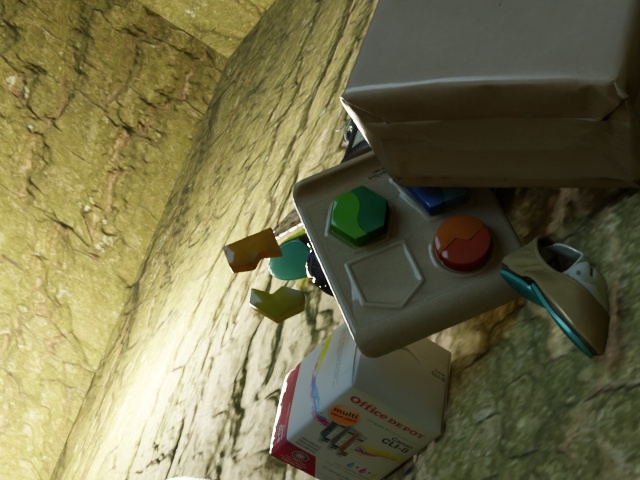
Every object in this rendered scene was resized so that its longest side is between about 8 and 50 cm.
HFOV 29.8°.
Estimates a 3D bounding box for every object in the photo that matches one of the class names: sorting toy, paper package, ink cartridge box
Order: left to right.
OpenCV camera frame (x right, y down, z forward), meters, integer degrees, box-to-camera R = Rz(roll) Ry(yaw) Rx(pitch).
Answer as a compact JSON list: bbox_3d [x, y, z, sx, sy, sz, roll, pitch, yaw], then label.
[{"bbox_3d":[0.047,0.187,1.395,0.176,0.128,0.127,-46,21,39],"label":"ink cartridge box"},{"bbox_3d":[0.057,0.010,1.340,0.307,0.229,0.041,-23,-25,-3],"label":"sorting toy"},{"bbox_3d":[0.220,-0.224,1.302,0.309,0.168,0.325,1,54,28],"label":"paper package"}]

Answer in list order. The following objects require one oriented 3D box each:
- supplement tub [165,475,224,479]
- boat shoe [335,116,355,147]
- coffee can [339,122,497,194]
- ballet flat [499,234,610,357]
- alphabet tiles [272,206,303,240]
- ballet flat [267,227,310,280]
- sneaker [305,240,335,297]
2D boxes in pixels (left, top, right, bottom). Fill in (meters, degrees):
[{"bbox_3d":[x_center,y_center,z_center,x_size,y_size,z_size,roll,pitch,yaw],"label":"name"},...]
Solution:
[{"bbox_3d":[-0.134,0.389,1.440,0.207,0.207,0.338,-65,18,-18],"label":"supplement tub"},{"bbox_3d":[0.089,-0.190,2.011,0.095,0.079,0.254,-52,15,-8],"label":"boat shoe"},{"bbox_3d":[0.147,-0.150,1.568,0.201,0.201,0.275,-41,24,47],"label":"coffee can"},{"bbox_3d":[0.239,0.042,1.185,0.073,0.080,0.232,-42,19,3],"label":"ballet flat"},{"bbox_3d":[-0.010,-0.071,2.135,0.198,0.009,0.237,-47,10,-27],"label":"alphabet tiles"},{"bbox_3d":[0.000,0.000,1.997,0.231,0.077,0.077,-36,7,48],"label":"ballet flat"},{"bbox_3d":[0.045,0.055,1.603,0.283,0.124,0.107,-143,62,-77],"label":"sneaker"}]
